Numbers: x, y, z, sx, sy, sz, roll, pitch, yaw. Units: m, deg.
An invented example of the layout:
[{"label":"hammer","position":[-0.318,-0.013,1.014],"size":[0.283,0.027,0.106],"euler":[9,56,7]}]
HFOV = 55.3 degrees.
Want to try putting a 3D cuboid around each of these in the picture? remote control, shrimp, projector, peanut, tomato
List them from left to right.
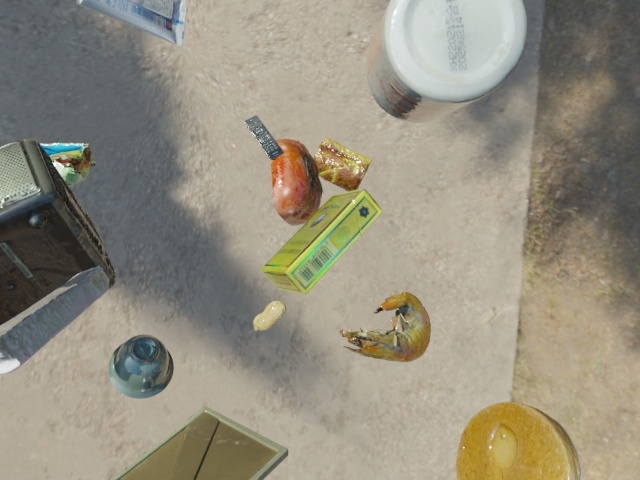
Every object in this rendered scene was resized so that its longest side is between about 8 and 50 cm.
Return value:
[{"label":"projector","position":[-0.727,0.029,1.389],"size":[0.405,0.242,0.395],"euler":[-28,145,-13]},{"label":"remote control","position":[-0.104,-0.186,1.116],"size":[0.034,0.016,0.091],"euler":[-31,80,-19]},{"label":"peanut","position":[-0.134,0.198,1.594],"size":[0.054,0.054,0.113],"euler":[40,112,-20]},{"label":"tomato","position":[-0.057,-0.155,1.599],"size":[0.095,0.237,0.237],"euler":[-10,111,15]},{"label":"shrimp","position":[0.145,0.187,1.281],"size":[0.248,0.068,0.150],"euler":[-1,85,-40]}]

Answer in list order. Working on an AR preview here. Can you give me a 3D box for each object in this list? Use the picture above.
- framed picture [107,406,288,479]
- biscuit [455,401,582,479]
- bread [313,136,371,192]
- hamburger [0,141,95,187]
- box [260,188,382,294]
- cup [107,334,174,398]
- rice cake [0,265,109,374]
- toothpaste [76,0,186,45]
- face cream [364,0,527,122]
[{"label":"framed picture","position":[-0.193,0.345,0.883],"size":[0.250,0.184,0.016],"euler":[-32,127,-47]},{"label":"biscuit","position":[0.270,0.317,0.835],"size":[0.049,0.208,0.181],"euler":[21,86,-24]},{"label":"bread","position":[0.060,-0.235,1.946],"size":[0.172,0.132,0.103],"euler":[27,56,1]},{"label":"hamburger","position":[-0.749,-0.172,1.646],"size":[0.275,0.260,0.151],"euler":[-7,114,-19]},{"label":"box","position":[0.000,0.000,1.151],"size":[0.220,0.141,0.064],"euler":[-44,105,-17]},{"label":"cup","position":[-0.537,0.358,1.847],"size":[0.199,0.199,0.150],"euler":[9,145,-15]},{"label":"rice cake","position":[-0.410,0.113,0.929],"size":[0.072,0.365,0.056],"euler":[-20,102,6]},{"label":"toothpaste","position":[-0.446,-0.540,1.387],"size":[0.299,0.073,0.114],"euler":[8,82,-37]},{"label":"face cream","position":[0.089,-0.154,0.534],"size":[0.101,0.252,0.101],"euler":[0,95,-2]}]
